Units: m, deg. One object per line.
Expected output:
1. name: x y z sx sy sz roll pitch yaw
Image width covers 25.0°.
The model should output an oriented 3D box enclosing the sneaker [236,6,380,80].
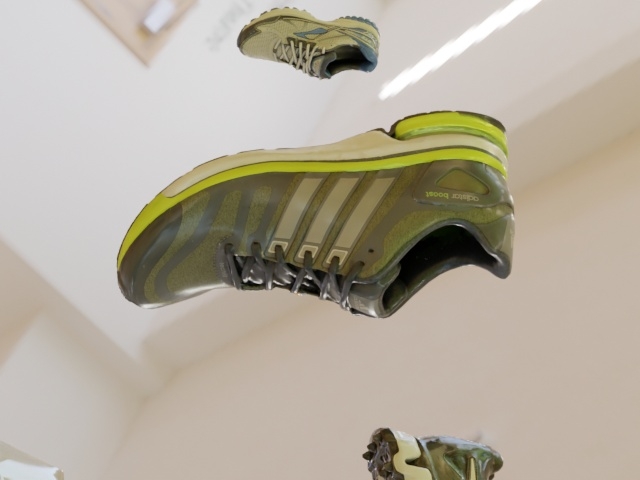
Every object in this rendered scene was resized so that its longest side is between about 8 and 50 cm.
1. sneaker: -0.008 -0.176 1.319 0.052 0.135 0.058 99 -14 -47

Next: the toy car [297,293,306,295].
1. toy car: -0.017 0.004 1.189 0.040 0.060 0.122 -37 154 -25

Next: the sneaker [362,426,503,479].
1. sneaker: 0.098 0.226 0.915 0.078 0.106 0.234 114 -29 -57

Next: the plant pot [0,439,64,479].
1. plant pot: -0.315 0.271 1.405 0.109 0.109 0.096 -50 -148 8

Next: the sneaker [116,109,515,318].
1. sneaker: 0.000 0.000 1.027 0.300 0.111 0.121 -16 -123 4
